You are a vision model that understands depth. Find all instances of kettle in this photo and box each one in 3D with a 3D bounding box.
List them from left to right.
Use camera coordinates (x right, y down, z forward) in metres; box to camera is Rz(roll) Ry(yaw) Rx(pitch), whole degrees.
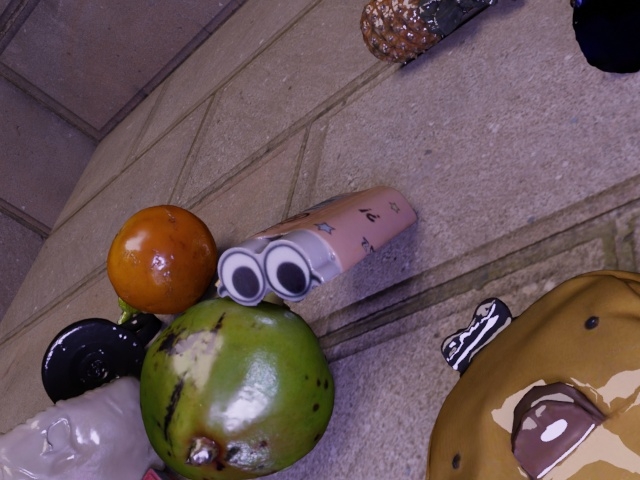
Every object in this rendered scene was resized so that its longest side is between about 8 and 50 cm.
[{"bbox_3d":[-0.493,0.244,1.521,0.271,0.207,0.250,-3,62,66],"label":"kettle"}]

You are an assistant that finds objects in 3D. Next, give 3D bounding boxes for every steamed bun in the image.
[{"bbox_3d":[-0.405,0.391,1.132,0.324,0.219,0.310,-18,-20,-51],"label":"steamed bun"}]

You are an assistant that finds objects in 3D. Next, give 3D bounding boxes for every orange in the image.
[{"bbox_3d":[-0.339,0.042,1.492,0.240,0.240,0.240,-38,31,27],"label":"orange"}]

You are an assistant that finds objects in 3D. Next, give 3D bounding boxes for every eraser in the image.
[{"bbox_3d":[0.000,0.000,0.974,0.171,0.087,0.290,-11,11,33],"label":"eraser"}]

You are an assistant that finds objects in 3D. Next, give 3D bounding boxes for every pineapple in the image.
[{"bbox_3d":[0.218,-0.424,1.274,0.310,0.141,0.170,-11,44,43],"label":"pineapple"}]

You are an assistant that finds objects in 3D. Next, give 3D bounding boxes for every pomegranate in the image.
[{"bbox_3d":[-0.110,0.177,0.961,0.260,0.260,0.340,-38,28,28],"label":"pomegranate"}]

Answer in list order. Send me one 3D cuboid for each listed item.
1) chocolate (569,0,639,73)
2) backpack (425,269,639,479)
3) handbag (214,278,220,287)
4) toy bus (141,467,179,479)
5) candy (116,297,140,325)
[{"bbox_3d":[0.396,-0.373,0.932,0.148,0.126,0.343,-38,28,49],"label":"chocolate"},{"bbox_3d":[0.213,0.187,0.477,0.353,0.201,0.378,-46,31,4],"label":"backpack"},{"bbox_3d":[-0.173,0.081,1.392,0.061,0.027,0.083,-57,28,-8],"label":"handbag"},{"bbox_3d":[-0.215,0.397,1.030,0.192,0.077,0.065,5,60,58],"label":"toy bus"},{"bbox_3d":[-0.497,0.224,1.708,0.262,0.073,0.077,-68,12,-13],"label":"candy"}]
